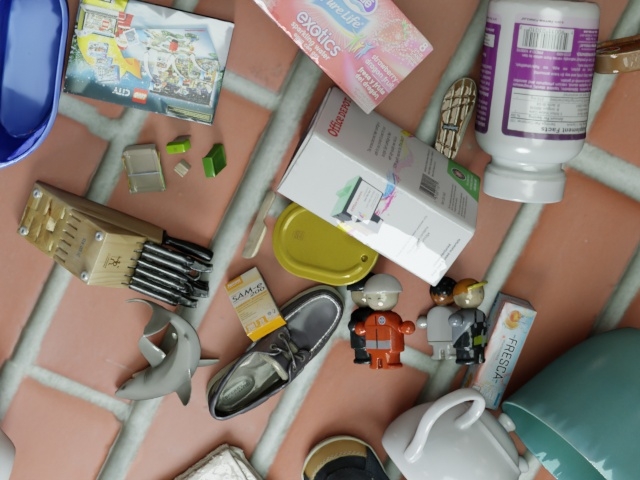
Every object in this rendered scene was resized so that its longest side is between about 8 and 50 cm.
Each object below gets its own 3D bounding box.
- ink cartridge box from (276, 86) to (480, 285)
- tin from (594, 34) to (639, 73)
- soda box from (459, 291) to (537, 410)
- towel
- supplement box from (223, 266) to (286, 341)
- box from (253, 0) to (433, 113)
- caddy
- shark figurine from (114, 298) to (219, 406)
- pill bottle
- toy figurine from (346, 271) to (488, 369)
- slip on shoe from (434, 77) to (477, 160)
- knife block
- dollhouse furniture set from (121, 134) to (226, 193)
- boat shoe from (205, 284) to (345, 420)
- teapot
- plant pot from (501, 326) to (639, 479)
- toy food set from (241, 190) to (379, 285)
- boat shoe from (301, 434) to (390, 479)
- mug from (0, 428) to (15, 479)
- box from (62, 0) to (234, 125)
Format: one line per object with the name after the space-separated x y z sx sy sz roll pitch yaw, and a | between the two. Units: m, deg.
0.092 -0.085 1.816 0.278 0.201 0.117 31 117 -6 | ink cartridge box
0.503 -0.292 1.868 0.189 0.106 0.040 -11 105 -1 | tin
0.290 0.181 1.989 0.058 0.063 0.183 19 102 -8 | soda box
-0.207 0.479 2.030 0.282 0.049 0.187 -34 103 5 | towel
-0.104 0.101 1.922 0.062 0.036 0.098 -30 63 2 | supplement box
0.002 -0.345 1.749 0.142 0.154 0.300 -44 120 7 | box
-0.488 -0.272 1.753 0.241 0.179 0.341 8 103 -6 | caddy
-0.222 0.192 1.873 0.166 0.116 0.278 -1 144 -15 | shark figurine
0.323 -0.215 1.840 0.169 0.169 0.302 3 104 -6 | pill bottle
0.149 0.118 1.890 0.209 0.213 0.148 -2 88 -8 | toy figurine
0.211 -0.189 1.903 0.051 0.041 0.135 13 100 7 | slip on shoe
-0.301 0.011 1.898 0.275 0.242 0.088 30 102 34 | knife block
-0.228 -0.122 1.891 0.151 0.058 0.076 -4 113 16 | dollhouse furniture set
-0.070 0.189 1.945 0.285 0.092 0.103 -40 103 5 | boat shoe
0.231 0.342 1.937 0.187 0.256 0.252 -40 95 0 | teapot
0.473 0.279 1.925 0.235 0.293 0.293 -44 104 -11 | plant pot
0.000 0.000 1.905 0.217 0.071 0.128 15 87 21 | toy food set
0.115 0.560 2.022 0.186 0.156 0.500 -25 106 0 | boat shoe
-0.633 0.295 1.856 0.328 0.276 0.374 23 70 -15 | mug
-0.260 -0.278 1.838 0.233 0.044 0.159 12 102 -8 | box
